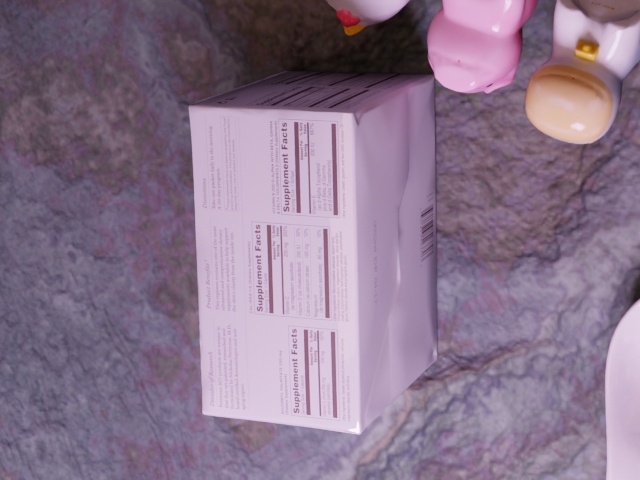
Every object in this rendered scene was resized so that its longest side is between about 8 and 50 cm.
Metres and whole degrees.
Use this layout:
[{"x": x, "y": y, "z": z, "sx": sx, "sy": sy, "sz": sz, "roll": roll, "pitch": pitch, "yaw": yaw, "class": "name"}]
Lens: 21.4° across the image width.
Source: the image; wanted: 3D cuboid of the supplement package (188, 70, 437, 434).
[{"x": 0.000, "y": 0.000, "z": 1.426, "sx": 0.145, "sy": 0.204, "sz": 0.262, "roll": 5, "pitch": 105, "yaw": 21, "class": "supplement package"}]

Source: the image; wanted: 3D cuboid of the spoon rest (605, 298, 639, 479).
[{"x": 0.285, "y": 0.166, "z": 1.408, "sx": 0.137, "sy": 0.084, "sz": 0.276, "roll": 23, "pitch": 112, "yaw": 18, "class": "spoon rest"}]

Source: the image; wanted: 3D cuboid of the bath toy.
[{"x": 0.149, "y": -0.169, "z": 1.368, "sx": 0.348, "sy": 0.151, "sz": 0.129, "roll": 24, "pitch": 153, "yaw": 16, "class": "bath toy"}]
